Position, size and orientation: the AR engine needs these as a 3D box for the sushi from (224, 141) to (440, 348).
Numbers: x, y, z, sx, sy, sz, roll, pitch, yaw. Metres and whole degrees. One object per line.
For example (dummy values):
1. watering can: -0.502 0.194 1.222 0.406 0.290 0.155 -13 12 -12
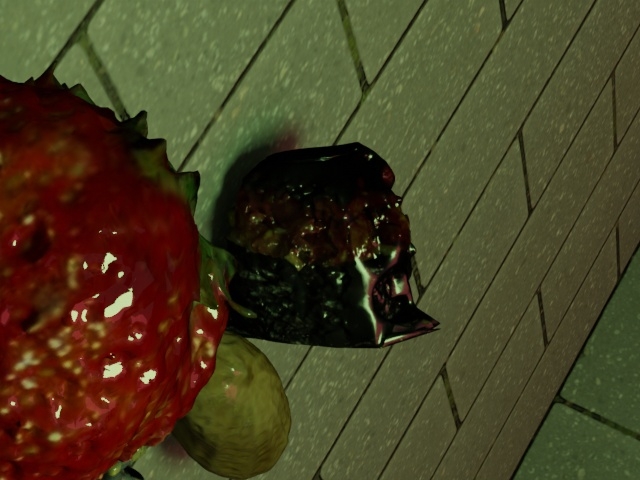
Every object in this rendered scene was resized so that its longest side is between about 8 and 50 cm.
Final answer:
1. sushi: 0.000 0.000 1.355 0.153 0.172 0.151 -15 107 -35

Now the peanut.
1. peanut: -0.083 0.140 1.381 0.226 0.108 0.095 81 25 -67

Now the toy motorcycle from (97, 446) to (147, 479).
1. toy motorcycle: -0.182 0.168 1.255 0.124 0.061 0.193 -65 157 0

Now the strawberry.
1. strawberry: -0.193 0.039 0.893 0.277 0.257 0.257 -40 151 -15
